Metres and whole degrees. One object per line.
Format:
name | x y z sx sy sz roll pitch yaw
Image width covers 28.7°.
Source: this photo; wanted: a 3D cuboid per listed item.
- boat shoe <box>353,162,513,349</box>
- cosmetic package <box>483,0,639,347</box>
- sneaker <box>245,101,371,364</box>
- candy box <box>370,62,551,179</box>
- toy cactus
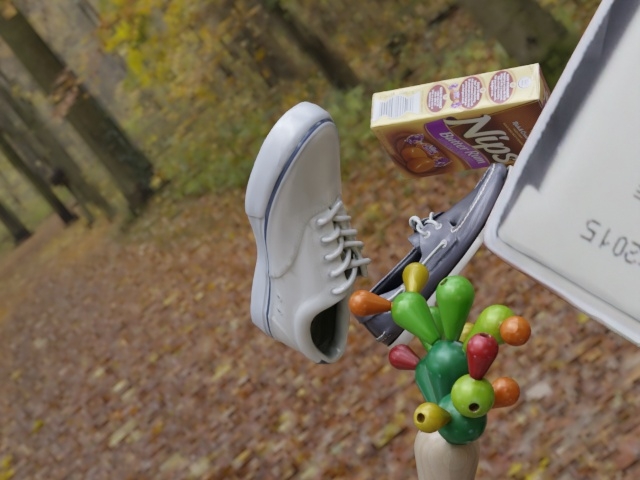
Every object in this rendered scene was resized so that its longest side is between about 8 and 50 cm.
boat shoe | 0.104 0.007 1.155 0.206 0.065 0.075 -56 0 10
cosmetic package | 0.191 -0.028 0.463 0.296 0.129 0.153 6 -66 -63
sneaker | 0.000 0.000 1.019 0.094 0.091 0.258 -43 -28 -32
candy box | 0.160 -0.126 1.353 0.186 0.109 0.053 -10 57 22
toy cactus | 0.087 0.116 0.923 0.112 0.181 0.219 -2 10 -14
